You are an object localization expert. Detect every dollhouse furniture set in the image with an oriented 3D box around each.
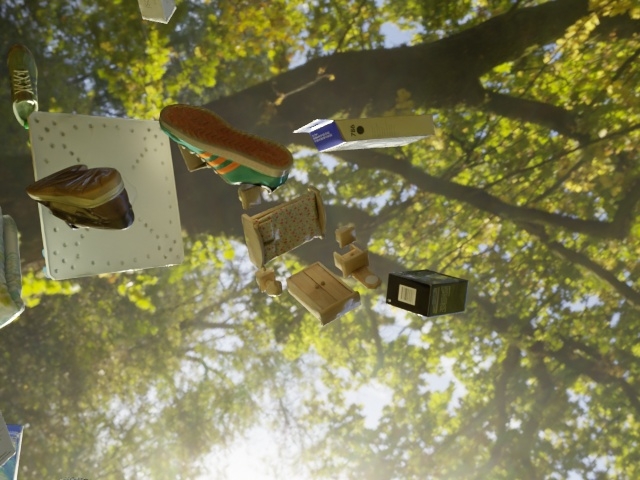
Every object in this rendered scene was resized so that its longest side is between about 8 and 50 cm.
[{"bbox_3d":[0.000,0.000,1.582,0.174,0.303,0.355,38,-34,44],"label":"dollhouse furniture set"}]

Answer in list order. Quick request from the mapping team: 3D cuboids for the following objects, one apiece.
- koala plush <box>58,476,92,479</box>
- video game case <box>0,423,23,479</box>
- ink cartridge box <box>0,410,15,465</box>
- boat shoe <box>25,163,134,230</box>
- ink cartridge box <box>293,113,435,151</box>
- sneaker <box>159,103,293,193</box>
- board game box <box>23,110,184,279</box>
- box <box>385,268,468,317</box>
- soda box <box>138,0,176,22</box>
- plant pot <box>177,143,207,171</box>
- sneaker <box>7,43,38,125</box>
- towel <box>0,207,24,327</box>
[{"bbox_3d":[-0.363,0.546,1.230,0.196,0.222,0.203,97,-16,-52],"label":"koala plush"},{"bbox_3d":[-0.841,0.542,1.526,0.061,0.270,0.244,-157,-104,-71],"label":"video game case"},{"bbox_3d":[-0.587,0.277,1.046,0.140,0.082,0.190,-13,-79,10],"label":"ink cartridge box"},{"bbox_3d":[-0.381,-0.062,1.061,0.285,0.103,0.092,7,-54,48],"label":"boat shoe"},{"bbox_3d":[0.112,-0.276,1.728,0.165,0.333,0.065,176,-92,-67],"label":"ink cartridge box"},{"bbox_3d":[-0.214,-0.188,1.453,0.302,0.108,0.121,25,-41,-4],"label":"sneaker"},{"bbox_3d":[-0.531,-0.114,1.676,0.050,0.390,0.389,-9,-91,40],"label":"board game box"},{"bbox_3d":[0.287,0.140,1.810,0.156,0.158,0.093,15,-77,48],"label":"box"},{"bbox_3d":[-0.433,-0.669,1.715,0.074,0.069,0.216,14,-30,8],"label":"soda box"},{"bbox_3d":[-0.291,-0.249,1.706,0.109,0.096,0.109,-5,-70,51],"label":"plant pot"},{"bbox_3d":[-0.702,-0.359,1.591,0.086,0.064,0.192,54,-39,44],"label":"sneaker"},{"bbox_3d":[-0.710,0.105,1.237,0.090,0.321,0.374,55,-3,-39],"label":"towel"}]
